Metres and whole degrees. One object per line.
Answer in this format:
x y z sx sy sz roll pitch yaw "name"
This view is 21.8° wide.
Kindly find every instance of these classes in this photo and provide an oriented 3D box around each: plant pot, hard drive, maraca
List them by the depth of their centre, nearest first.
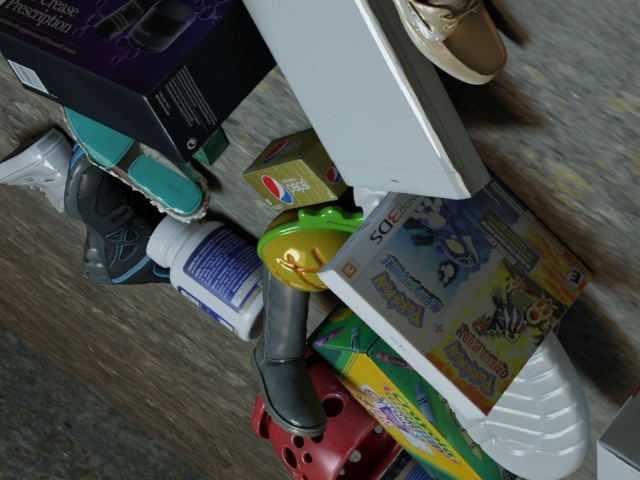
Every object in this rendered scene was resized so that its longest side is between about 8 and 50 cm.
0.016 -0.177 1.463 0.203 0.040 0.308 10 135 57 "hard drive"
0.000 0.000 1.891 0.127 0.099 0.185 6 157 -23 "maraca"
0.010 0.247 2.300 0.174 0.191 0.191 38 162 20 "plant pot"

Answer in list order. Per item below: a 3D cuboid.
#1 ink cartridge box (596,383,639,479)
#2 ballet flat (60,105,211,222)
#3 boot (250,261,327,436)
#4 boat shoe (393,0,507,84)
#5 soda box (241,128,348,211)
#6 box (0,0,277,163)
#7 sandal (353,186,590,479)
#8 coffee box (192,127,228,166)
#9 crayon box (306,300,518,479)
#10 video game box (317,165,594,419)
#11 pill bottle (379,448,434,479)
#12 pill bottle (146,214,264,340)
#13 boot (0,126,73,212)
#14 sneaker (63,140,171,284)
0.357 0.218 1.634 0.127 0.128 0.176 32 161 23 "ink cartridge box"
-0.239 -0.111 2.149 0.241 0.091 0.077 45 -176 0 "ballet flat"
-0.032 0.117 2.091 0.190 0.076 0.209 52 138 41 "boot"
0.094 -0.192 1.316 0.170 0.063 0.059 47 167 -17 "boat shoe"
-0.019 -0.078 1.812 0.061 0.058 0.181 46 161 -14 "soda box"
-0.176 -0.207 1.628 0.261 0.184 0.103 25 154 39 "box"
0.181 0.068 1.707 0.169 0.102 0.416 -4 121 45 "sandal"
-0.184 -0.173 1.950 0.113 0.040 0.184 30 159 31 "coffee box"
0.127 0.201 2.127 0.278 0.081 0.165 48 161 -20 "crayon box"
0.130 0.032 1.565 0.205 0.187 0.048 43 162 -9 "video game box"
0.188 0.394 2.386 0.219 0.123 0.123 37 161 10 "pill bottle"
-0.137 0.040 2.235 0.186 0.112 0.112 36 161 14 "pill bottle"
-0.421 -0.090 2.525 0.123 0.095 0.258 52 159 -13 "boot"
-0.276 -0.048 2.360 0.139 0.125 0.341 8 151 9 "sneaker"
